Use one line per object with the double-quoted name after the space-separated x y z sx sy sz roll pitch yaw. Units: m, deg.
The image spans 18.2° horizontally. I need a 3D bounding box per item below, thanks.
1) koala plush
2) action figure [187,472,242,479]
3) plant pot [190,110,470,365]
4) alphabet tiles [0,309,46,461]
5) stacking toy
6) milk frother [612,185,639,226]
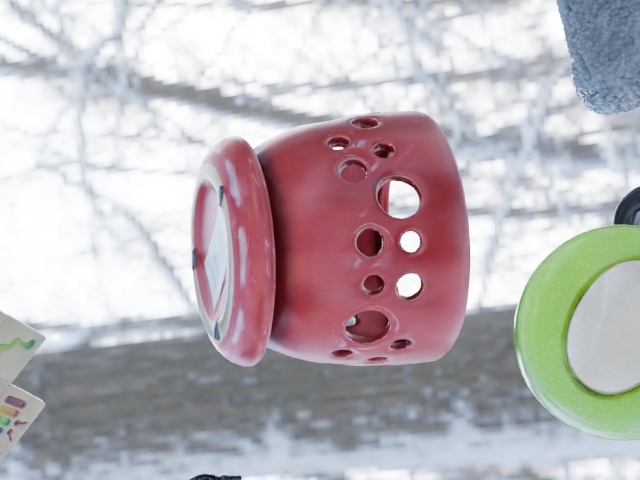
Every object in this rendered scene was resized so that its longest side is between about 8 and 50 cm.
0.245 -0.188 1.340 0.203 0.196 0.221 69 -167 14 "koala plush"
-0.113 0.300 1.603 0.275 0.141 0.164 118 159 -55 "action figure"
0.000 0.000 1.479 0.191 0.174 0.191 178 90 -74 "plant pot"
-0.413 0.158 1.838 0.285 0.011 0.342 -52 -41 1 "alphabet tiles"
0.269 0.062 1.141 0.309 0.279 0.130 62 -178 12 "stacking toy"
0.286 0.028 1.518 0.143 0.135 0.129 26 -106 -60 "milk frother"
